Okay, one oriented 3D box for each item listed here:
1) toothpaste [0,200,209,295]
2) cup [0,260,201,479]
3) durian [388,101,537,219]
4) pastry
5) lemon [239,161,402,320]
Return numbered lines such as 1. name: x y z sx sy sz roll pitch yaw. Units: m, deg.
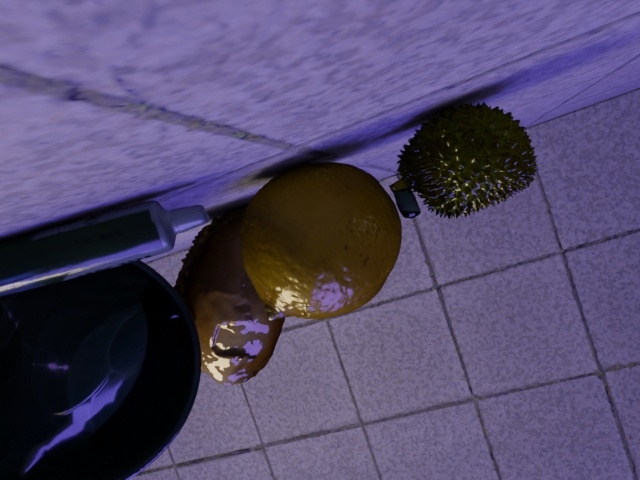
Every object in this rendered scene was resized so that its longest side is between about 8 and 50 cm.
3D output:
1. toothpaste: -0.312 0.025 0.516 0.391 0.061 0.098 -17 -176 -12
2. cup: -0.392 0.132 0.729 0.310 0.400 0.392 -56 -164 -11
3. durian: 0.193 -0.114 0.661 0.159 0.146 0.198 -22 -164 -23
4. pastry: -0.186 0.107 1.059 0.244 0.410 0.409 15 179 -4
5. lemon: 0.006 -0.003 0.724 0.228 0.229 0.253 -17 -172 46
